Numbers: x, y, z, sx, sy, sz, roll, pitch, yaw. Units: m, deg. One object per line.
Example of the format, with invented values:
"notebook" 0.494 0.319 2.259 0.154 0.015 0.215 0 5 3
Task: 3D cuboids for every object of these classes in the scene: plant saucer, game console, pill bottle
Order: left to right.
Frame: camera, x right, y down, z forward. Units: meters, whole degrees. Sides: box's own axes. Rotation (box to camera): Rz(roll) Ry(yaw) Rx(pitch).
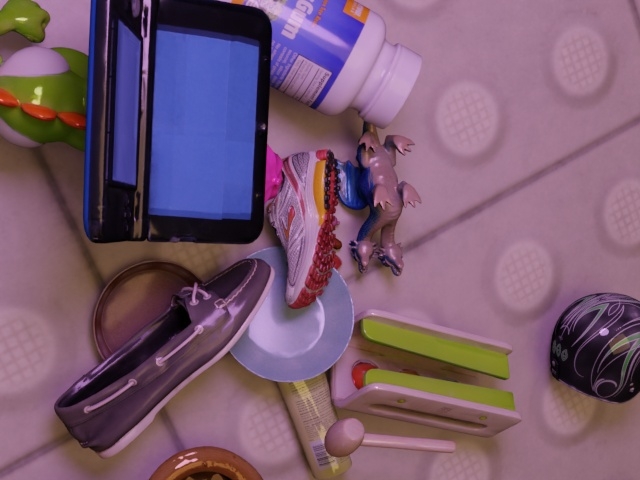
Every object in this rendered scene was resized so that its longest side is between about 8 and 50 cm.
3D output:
"plant saucer" -0.226 0.109 1.307 0.168 0.029 0.168 -2 94 -24
"game console" -0.149 -0.141 1.073 0.173 0.250 0.293 2 91 -1
"plant saucer" -0.051 0.105 1.362 0.195 0.037 0.195 4 73 -12
"pill bottle" -0.008 -0.259 1.278 0.272 0.152 0.152 26 83 -9

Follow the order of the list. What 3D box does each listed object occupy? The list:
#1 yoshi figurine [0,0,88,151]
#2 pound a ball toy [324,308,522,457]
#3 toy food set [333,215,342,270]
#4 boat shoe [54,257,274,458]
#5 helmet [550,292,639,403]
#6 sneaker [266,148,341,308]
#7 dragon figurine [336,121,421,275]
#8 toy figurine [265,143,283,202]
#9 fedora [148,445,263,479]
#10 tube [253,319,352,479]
"yoshi figurine" -0.405 -0.200 1.150 0.362 0.203 0.203 21 51 -13
"pound a ball toy" 0.132 0.236 1.407 0.319 0.136 0.208 15 56 -26
"toy food set" 0.000 0.000 1.408 0.078 0.019 0.122 -28 105 -21
"boat shoe" -0.197 0.132 1.246 0.335 0.112 0.095 -47 116 -10
"helmet" 0.460 0.163 1.558 0.169 0.169 0.161 13 105 -25
"sneaker" -0.028 -0.015 1.350 0.093 0.088 0.225 1 76 18
"dragon figurine" 0.073 -0.092 1.399 0.085 0.144 0.289 -8 78 -23
"toy figurine" -0.120 -0.093 1.268 0.173 0.159 0.130 11 89 -25
"fedora" -0.162 0.373 1.330 0.194 0.079 0.194 0 90 -21
"tube" -0.018 0.225 1.402 0.070 0.062 0.240 -35 108 -65
